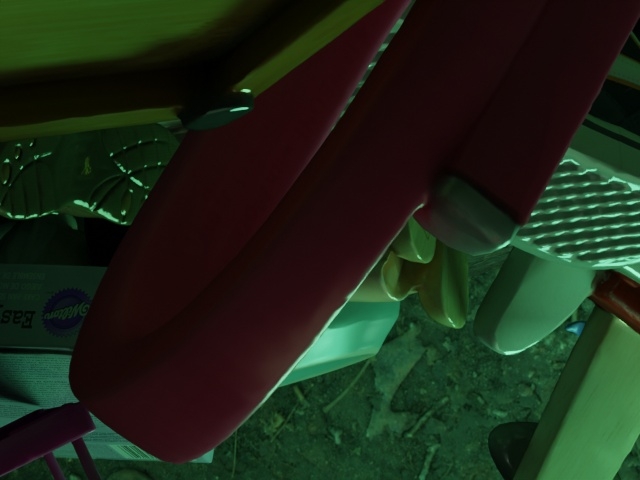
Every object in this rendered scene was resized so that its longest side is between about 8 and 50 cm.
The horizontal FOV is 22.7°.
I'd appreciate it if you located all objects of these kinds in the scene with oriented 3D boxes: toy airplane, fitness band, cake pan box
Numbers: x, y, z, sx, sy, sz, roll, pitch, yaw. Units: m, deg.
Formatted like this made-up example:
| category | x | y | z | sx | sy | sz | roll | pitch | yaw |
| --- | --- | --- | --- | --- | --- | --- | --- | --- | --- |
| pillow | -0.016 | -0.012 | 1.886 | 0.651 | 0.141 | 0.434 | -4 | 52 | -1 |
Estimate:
| category | x | y | z | sx | sy | sz | roll | pitch | yaw |
| --- | --- | --- | --- | --- | --- | --- | --- | --- | --- |
| toy airplane | 0.261 | 0.043 | 1.177 | 0.386 | 0.384 | 0.272 | -17 | -168 | -8 |
| fitness band | 0.022 | -0.057 | 0.506 | 0.291 | 0.054 | 0.209 | -59 | -164 | -22 |
| cake pan box | -0.220 | 0.090 | 1.120 | 0.267 | 0.070 | 0.246 | 1 | 158 | 17 |

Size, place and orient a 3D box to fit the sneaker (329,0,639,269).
| category | x | y | z | sx | sy | sz | roll | pitch | yaw |
| --- | --- | --- | --- | --- | --- | --- | --- | --- | --- |
| sneaker | 0.063 | -0.091 | 0.812 | 0.126 | 0.127 | 0.321 | -29 | 142 | 36 |

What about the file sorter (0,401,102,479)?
| category | x | y | z | sx | sy | sz | roll | pitch | yaw |
| --- | --- | --- | --- | --- | --- | --- | --- | --- | --- |
| file sorter | -0.247 | 0.241 | 0.948 | 0.291 | 0.182 | 0.202 | -26 | -179 | -18 |

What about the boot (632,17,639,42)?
| category | x | y | z | sx | sy | sz | roll | pitch | yaw |
| --- | --- | --- | --- | --- | --- | --- | --- | --- | --- |
| boot | 0.233 | -0.113 | 1.024 | 0.121 | 0.099 | 0.045 | -20 | 170 | 29 |

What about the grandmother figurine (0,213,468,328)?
| category | x | y | z | sx | sy | sz | roll | pitch | yaw |
| --- | --- | --- | --- | --- | --- | --- | --- | --- | --- |
| grandmother figurine | -0.083 | 0.011 | 1.090 | 0.342 | 0.207 | 0.104 | -7 | -143 | 23 |

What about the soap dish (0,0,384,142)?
| category | x | y | z | sx | sy | sz | roll | pitch | yaw |
| --- | --- | --- | --- | --- | --- | --- | --- | --- | --- |
| soap dish | -0.098 | -0.095 | 0.379 | 0.291 | 0.118 | 0.229 | -10 | 171 | -31 |

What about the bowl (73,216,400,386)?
| category | x | y | z | sx | sy | sz | roll | pitch | yaw |
| --- | --- | --- | --- | --- | --- | --- | --- | --- | --- |
| bowl | -0.058 | 0.038 | 1.299 | 0.312 | 0.163 | 0.311 | -16 | 172 | -2 |

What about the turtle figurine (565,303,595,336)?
| category | x | y | z | sx | sy | sz | roll | pitch | yaw |
| --- | --- | --- | --- | --- | --- | --- | --- | --- | --- |
| turtle figurine | 0.268 | -0.056 | 1.411 | 0.274 | 0.198 | 0.266 | -48 | 146 | 0 |

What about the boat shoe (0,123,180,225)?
| category | x | y | z | sx | sy | sz | roll | pitch | yaw |
| --- | --- | --- | --- | --- | --- | --- | --- | --- | --- |
| boat shoe | -0.146 | -0.045 | 0.915 | 0.060 | 0.064 | 0.178 | 15 | -171 | 31 |
